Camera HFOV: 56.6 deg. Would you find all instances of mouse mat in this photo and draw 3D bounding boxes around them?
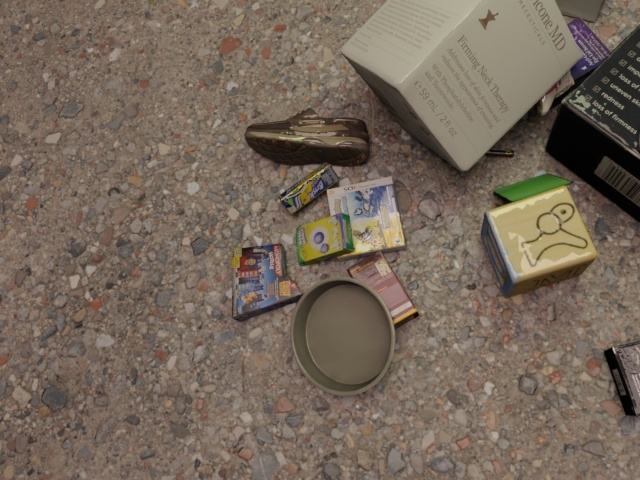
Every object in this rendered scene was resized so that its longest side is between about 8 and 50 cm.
[{"bbox_3d":[0.528,-0.133,1.491,0.153,0.189,0.007,-19,103,6],"label":"mouse mat"}]

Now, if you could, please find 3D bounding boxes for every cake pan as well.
[{"bbox_3d":[0.060,0.236,1.485,0.293,0.054,0.293,-2,85,30],"label":"cake pan"}]

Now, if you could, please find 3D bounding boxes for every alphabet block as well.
[{"bbox_3d":[0.517,0.008,1.436,0.197,0.193,0.192,-17,72,6],"label":"alphabet block"}]

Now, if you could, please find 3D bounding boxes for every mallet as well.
[{"bbox_3d":[0.427,-0.250,1.619,0.190,0.039,0.062,-2,71,6],"label":"mallet"}]

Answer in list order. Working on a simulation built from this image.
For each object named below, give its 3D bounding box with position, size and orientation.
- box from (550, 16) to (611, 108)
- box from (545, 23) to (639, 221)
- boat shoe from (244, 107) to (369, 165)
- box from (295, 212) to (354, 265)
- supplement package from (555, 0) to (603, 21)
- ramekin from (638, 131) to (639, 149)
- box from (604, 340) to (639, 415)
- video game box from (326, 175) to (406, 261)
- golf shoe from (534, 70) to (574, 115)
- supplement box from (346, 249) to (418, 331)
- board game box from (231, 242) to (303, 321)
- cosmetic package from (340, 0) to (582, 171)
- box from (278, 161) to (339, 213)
[{"bbox_3d":[0.644,-0.467,1.598,0.207,0.108,0.153,-32,71,0],"label":"box"},{"bbox_3d":[0.889,-0.287,1.393,0.472,0.297,0.480,-45,71,-1],"label":"box"},{"bbox_3d":[-0.034,-0.296,1.688,0.355,0.132,0.130,7,65,5],"label":"boat shoe"},{"bbox_3d":[0.000,0.000,1.594,0.179,0.043,0.105,-20,68,34],"label":"box"},{"bbox_3d":[0.716,-0.753,1.647,0.194,0.149,0.203,22,79,17],"label":"supplement package"},{"bbox_3d":[0.765,-0.218,1.190,0.207,0.109,0.207,-3,73,10],"label":"ramekin"},{"bbox_3d":[0.757,0.305,1.349,0.158,0.093,0.156,-14,71,8],"label":"box"},{"bbox_3d":[0.123,-0.059,1.614,0.187,0.048,0.205,-12,71,11],"label":"video game box"},{"bbox_3d":[0.593,-0.395,1.495,0.086,0.067,0.186,18,79,13],"label":"golf shoe"},{"bbox_3d":[0.160,0.134,1.529,0.104,0.081,0.188,-31,70,2],"label":"supplement box"},{"bbox_3d":[-0.140,0.112,1.608,0.194,0.060,0.194,-6,72,9],"label":"board game box"},{"bbox_3d":[0.333,-0.457,1.456,0.393,0.329,0.327,-45,38,7],"label":"cosmetic package"},{"bbox_3d":[-0.033,-0.146,1.656,0.169,0.059,0.054,-35,109,-1],"label":"box"}]
